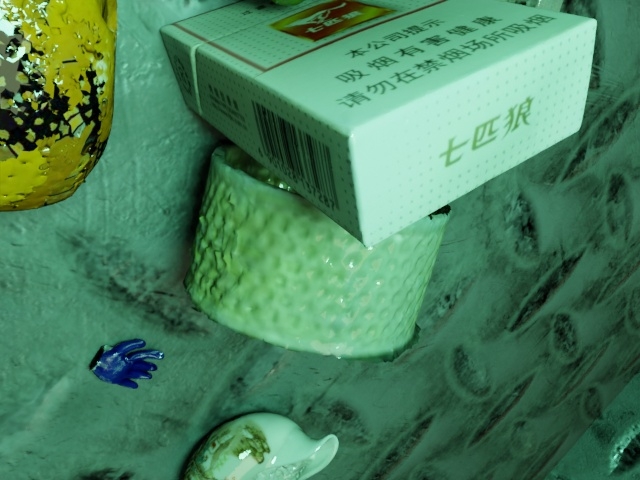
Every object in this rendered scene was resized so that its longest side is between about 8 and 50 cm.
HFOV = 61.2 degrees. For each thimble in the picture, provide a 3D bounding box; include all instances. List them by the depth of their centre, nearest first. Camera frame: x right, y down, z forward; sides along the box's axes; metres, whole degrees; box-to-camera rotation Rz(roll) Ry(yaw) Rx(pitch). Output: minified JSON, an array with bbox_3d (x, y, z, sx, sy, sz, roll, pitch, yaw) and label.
[{"bbox_3d":[0.000,0.000,0.588,0.271,0.271,0.150,1,112,-37],"label":"thimble"}]

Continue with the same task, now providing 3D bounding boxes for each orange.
[{"bbox_3d":[-0.227,-0.131,0.369,0.182,0.234,0.234,-11,123,-18],"label":"orange"}]

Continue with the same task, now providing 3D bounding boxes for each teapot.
[{"bbox_3d":[-0.111,0.370,0.815,0.298,0.139,0.204,-48,136,-4],"label":"teapot"}]

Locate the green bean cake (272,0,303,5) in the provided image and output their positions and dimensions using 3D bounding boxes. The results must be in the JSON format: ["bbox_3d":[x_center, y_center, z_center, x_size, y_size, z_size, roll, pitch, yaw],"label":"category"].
[{"bbox_3d":[0.002,-0.360,0.449,0.247,0.156,0.249,-32,131,-15],"label":"green bean cake"}]

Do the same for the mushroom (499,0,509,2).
[{"bbox_3d":[0.146,-0.209,0.588,0.122,0.159,0.328,-2,146,-7],"label":"mushroom"}]

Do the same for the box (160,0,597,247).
[{"bbox_3d":[0.020,-0.145,0.469,0.210,0.330,0.095,-28,130,-20],"label":"box"}]

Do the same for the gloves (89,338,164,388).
[{"bbox_3d":[-0.236,0.151,0.668,0.086,0.026,0.064,36,91,-43],"label":"gloves"}]

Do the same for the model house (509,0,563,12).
[{"bbox_3d":[0.254,-0.319,0.694,0.088,0.101,0.100,1,114,-35],"label":"model house"}]
